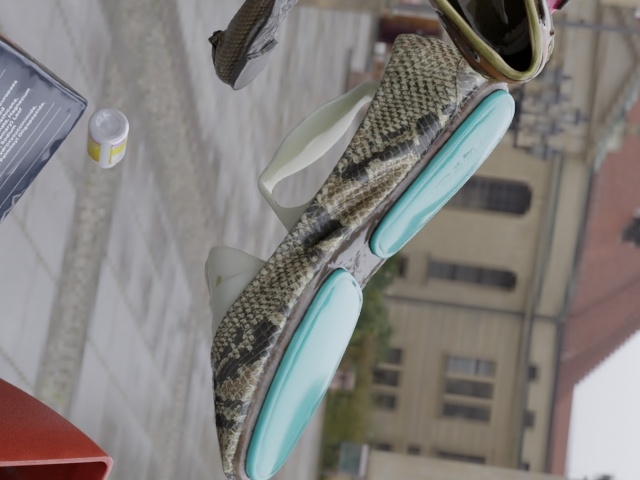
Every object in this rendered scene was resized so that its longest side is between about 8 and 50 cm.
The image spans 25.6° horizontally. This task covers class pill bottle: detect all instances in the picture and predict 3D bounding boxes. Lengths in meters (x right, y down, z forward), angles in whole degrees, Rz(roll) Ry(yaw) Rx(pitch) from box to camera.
[{"bbox_3d":[-0.232,-0.108,1.527,0.083,0.043,0.043,119,-19,-66],"label":"pill bottle"}]

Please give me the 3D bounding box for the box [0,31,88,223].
[{"bbox_3d":[-0.406,-0.173,1.064,0.179,0.343,0.312,-53,156,1],"label":"box"}]

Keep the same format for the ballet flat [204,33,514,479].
[{"bbox_3d":[0.000,0.000,1.384,0.483,0.182,0.164,-56,158,-9],"label":"ballet flat"}]

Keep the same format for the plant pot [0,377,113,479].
[{"bbox_3d":[-0.460,0.295,1.712,0.236,0.267,0.267,45,-64,38],"label":"plant pot"}]

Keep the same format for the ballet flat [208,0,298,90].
[{"bbox_3d":[-0.047,-0.243,1.349,0.084,0.058,0.250,-35,166,-43],"label":"ballet flat"}]

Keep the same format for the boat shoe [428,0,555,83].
[{"bbox_3d":[0.097,-0.262,1.072,0.307,0.111,0.104,56,11,-16],"label":"boat shoe"}]

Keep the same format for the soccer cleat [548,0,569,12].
[{"bbox_3d":[0.311,-0.438,1.928,0.331,0.116,0.143,114,-35,-42],"label":"soccer cleat"}]
